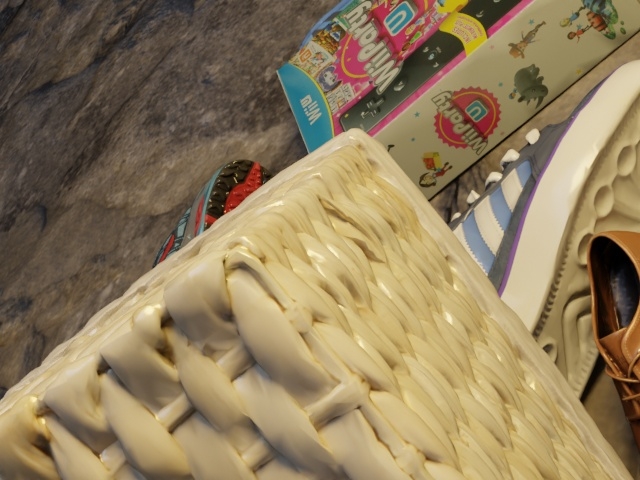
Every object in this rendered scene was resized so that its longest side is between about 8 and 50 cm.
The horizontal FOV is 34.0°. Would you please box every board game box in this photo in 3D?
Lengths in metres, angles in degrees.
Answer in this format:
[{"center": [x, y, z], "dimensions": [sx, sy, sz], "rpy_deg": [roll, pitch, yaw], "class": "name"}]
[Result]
[{"center": [0.116, -0.181, 0.983], "dimensions": [0.303, 0.097, 0.224], "rpy_deg": [-41, 35, 15], "class": "board game box"}]

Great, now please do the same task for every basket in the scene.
[{"center": [-0.025, 0.176, 0.535], "dimensions": [0.328, 0.331, 0.266], "rpy_deg": [-37, 4, 17], "class": "basket"}]

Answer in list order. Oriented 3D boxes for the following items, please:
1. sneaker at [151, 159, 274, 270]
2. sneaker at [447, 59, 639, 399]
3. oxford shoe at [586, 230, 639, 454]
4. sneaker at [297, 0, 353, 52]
[{"center": [-0.124, 0.047, 1.062], "dimensions": [0.125, 0.104, 0.262], "rpy_deg": [-25, 34, 59], "class": "sneaker"}, {"center": [0.113, -0.002, 0.783], "dimensions": [0.236, 0.130, 0.323], "rpy_deg": [18, 77, 49], "class": "sneaker"}, {"center": [0.201, 0.089, 0.630], "dimensions": [0.076, 0.076, 0.212], "rpy_deg": [-40, 47, 40], "class": "oxford shoe"}, {"center": [0.049, -0.220, 1.117], "dimensions": [0.209, 0.069, 0.082], "rpy_deg": [-48, 38, 3], "class": "sneaker"}]
